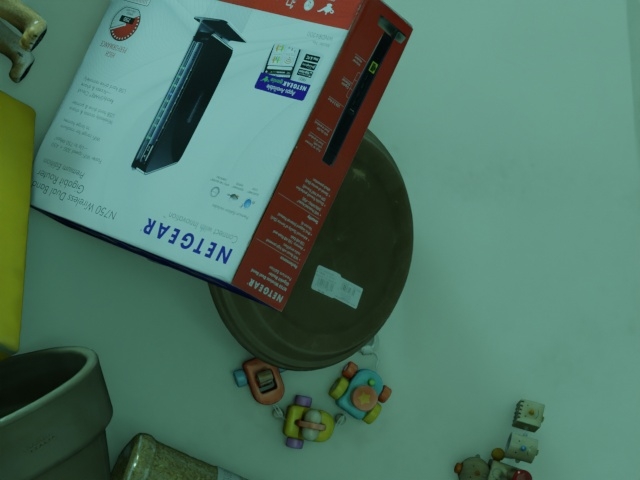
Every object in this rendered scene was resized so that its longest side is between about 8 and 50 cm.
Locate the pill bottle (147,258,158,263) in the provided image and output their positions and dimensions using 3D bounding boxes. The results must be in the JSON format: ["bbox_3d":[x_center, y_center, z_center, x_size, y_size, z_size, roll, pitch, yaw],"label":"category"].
[{"bbox_3d":[-0.111,-0.055,1.781,0.108,0.108,0.180,14,86,-13],"label":"pill bottle"}]

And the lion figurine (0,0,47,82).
[{"bbox_3d":[-0.332,-0.325,1.737,0.240,0.142,0.392,38,67,-2],"label":"lion figurine"}]

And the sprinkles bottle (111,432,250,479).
[{"bbox_3d":[-0.054,0.321,1.783,0.355,0.121,0.121,25,84,-12],"label":"sprinkles bottle"}]

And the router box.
[{"bbox_3d":[-0.110,-0.121,1.677,0.082,0.335,0.301,32,80,-47],"label":"router box"}]

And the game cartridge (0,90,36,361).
[{"bbox_3d":[-0.407,-0.065,1.604,0.323,0.052,0.285,29,48,-41],"label":"game cartridge"}]

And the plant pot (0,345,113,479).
[{"bbox_3d":[-0.318,0.286,1.631,0.323,0.323,0.280,-22,100,-13],"label":"plant pot"}]

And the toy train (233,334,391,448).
[{"bbox_3d":[-0.003,0.155,1.836,0.166,0.046,0.125,-15,93,-13],"label":"toy train"}]

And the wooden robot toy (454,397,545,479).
[{"bbox_3d":[0.188,0.251,1.870,0.079,0.076,0.173,18,85,-1],"label":"wooden robot toy"}]

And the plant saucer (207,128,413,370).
[{"bbox_3d":[0.000,0.000,1.782,0.277,0.041,0.278,-5,97,-40],"label":"plant saucer"}]
